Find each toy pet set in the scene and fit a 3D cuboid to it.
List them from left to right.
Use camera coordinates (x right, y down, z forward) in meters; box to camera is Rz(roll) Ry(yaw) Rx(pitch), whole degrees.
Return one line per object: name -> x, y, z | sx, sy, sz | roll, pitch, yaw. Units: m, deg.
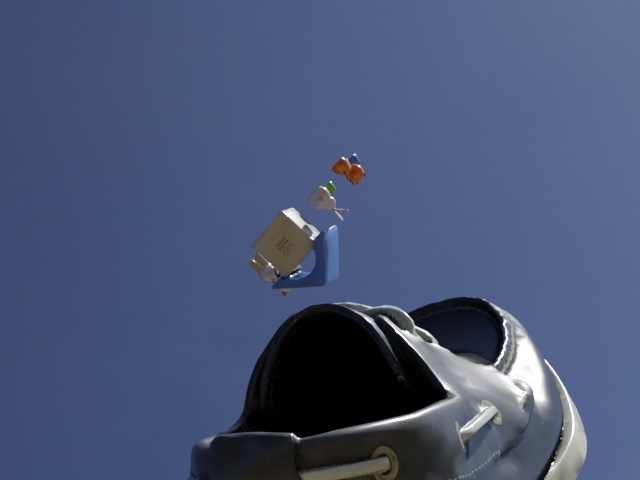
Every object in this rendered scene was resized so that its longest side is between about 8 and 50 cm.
toy pet set -> 0.000, 0.000, 1.237 | 0.122, 0.065, 0.114 | -49, -6, 14

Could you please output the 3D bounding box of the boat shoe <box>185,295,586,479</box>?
boat shoe -> 0.022, 0.049, 0.429 | 0.084, 0.233, 0.079 | -17, -82, 18
